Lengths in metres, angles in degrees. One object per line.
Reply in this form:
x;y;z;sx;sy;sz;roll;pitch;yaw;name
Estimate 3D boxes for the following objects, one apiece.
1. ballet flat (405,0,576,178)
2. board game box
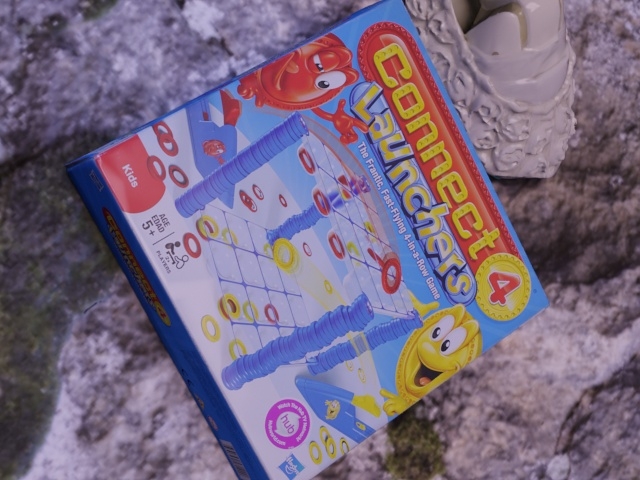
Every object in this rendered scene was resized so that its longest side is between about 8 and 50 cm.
0.140;-0.239;1.016;0.147;0.147;0.409;-27;99;-25;ballet flat
0.000;0.000;0.959;0.302;0.086;0.308;-32;101;-23;board game box
